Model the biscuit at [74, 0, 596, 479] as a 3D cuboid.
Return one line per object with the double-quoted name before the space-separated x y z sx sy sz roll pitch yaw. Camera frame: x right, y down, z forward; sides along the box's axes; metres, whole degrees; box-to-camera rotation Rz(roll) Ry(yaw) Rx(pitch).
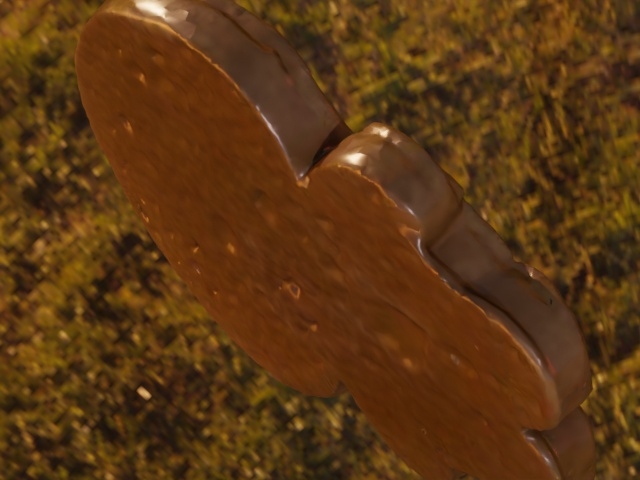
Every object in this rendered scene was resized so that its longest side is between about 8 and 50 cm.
"biscuit" 0.001 -0.001 0.688 0.044 0.202 0.289 -38 46 -24
